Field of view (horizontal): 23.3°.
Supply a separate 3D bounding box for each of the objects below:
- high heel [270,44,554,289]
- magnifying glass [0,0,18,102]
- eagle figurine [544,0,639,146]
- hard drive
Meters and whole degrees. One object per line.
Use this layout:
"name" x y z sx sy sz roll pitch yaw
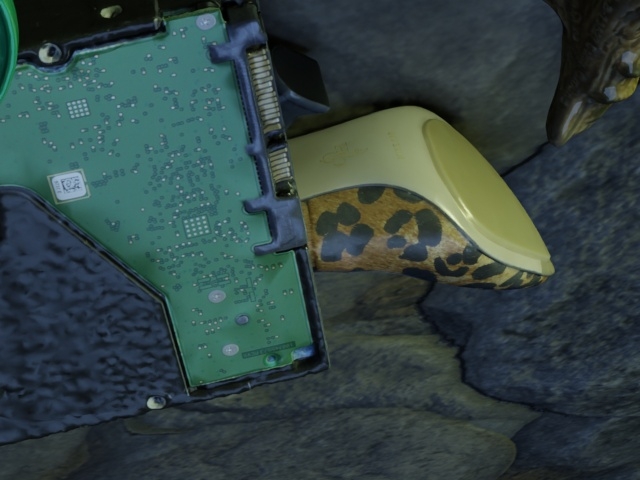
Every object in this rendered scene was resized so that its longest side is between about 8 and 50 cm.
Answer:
"high heel" 0.000 0.000 0.905 0.261 0.093 0.186 29 128 -36
"magnifying glass" -0.207 -0.035 0.679 0.092 0.026 0.231 21 118 -26
"eagle figurine" 0.210 -0.149 0.670 0.298 0.225 0.226 -33 -150 -31
"hard drive" -0.178 0.001 0.765 0.339 0.064 0.237 -13 129 -1
